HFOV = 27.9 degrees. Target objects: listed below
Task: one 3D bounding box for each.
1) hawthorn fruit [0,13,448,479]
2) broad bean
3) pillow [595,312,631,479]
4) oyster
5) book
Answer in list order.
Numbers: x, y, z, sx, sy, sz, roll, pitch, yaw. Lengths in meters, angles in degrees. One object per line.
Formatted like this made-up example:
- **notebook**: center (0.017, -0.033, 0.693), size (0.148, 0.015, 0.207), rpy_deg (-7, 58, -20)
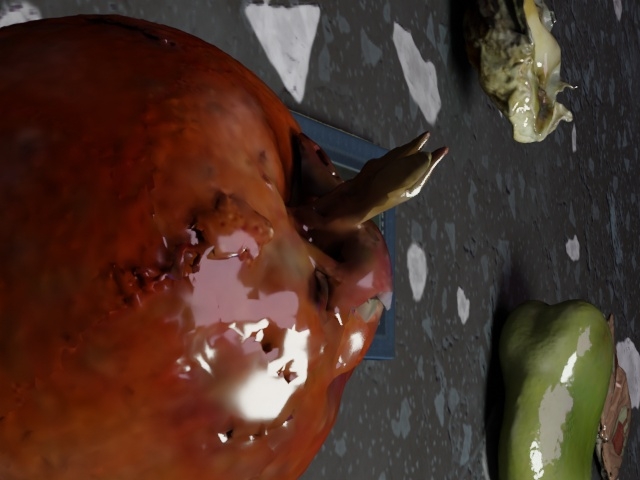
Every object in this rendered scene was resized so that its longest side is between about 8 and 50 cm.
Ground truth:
- **hawthorn fruit**: center (-0.085, 0.019, 0.573), size (0.276, 0.307, 0.276), rpy_deg (42, 38, -44)
- **broad bean**: center (0.257, 0.197, 1.452), size (0.189, 0.121, 0.263), rpy_deg (22, 77, -57)
- **pillow**: center (0.394, 0.227, 1.784), size (0.248, 0.049, 0.135), rpy_deg (68, 33, -40)
- **oyster**: center (0.213, -0.256, 1.427), size (0.271, 0.100, 0.275), rpy_deg (-34, 105, -63)
- **book**: center (0.000, 0.000, 1.043), size (0.269, 0.025, 0.191), rpy_deg (14, 75, -63)
